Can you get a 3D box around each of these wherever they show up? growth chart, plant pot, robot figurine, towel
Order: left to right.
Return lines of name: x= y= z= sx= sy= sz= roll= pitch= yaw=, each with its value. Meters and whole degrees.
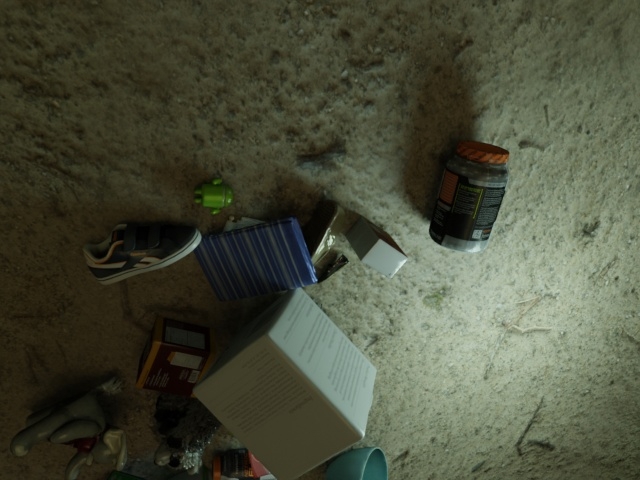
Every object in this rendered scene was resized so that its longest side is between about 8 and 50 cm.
robot figurine: x=-0.299 y=-0.127 z=1.345 sx=0.115 sy=0.067 sz=0.101 roll=1 pitch=104 yaw=-16
towel: x=-0.197 y=0.060 z=1.429 sx=0.336 sy=0.040 sz=0.243 roll=-12 pitch=119 yaw=14
growth chart: x=-0.198 y=0.006 z=1.468 sx=0.237 sy=0.021 sz=0.172 roll=8 pitch=115 yaw=-18
plant pot: x=0.134 y=0.989 z=1.939 sx=0.195 sy=0.290 sz=0.290 roll=-5 pitch=125 yaw=29

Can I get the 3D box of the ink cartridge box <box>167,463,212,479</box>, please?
ink cartridge box: x=-0.478 y=0.994 z=1.855 sx=0.154 sy=0.093 sz=0.212 roll=-26 pitch=121 yaw=-2

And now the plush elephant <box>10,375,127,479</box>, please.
plush elephant: x=-0.738 y=0.617 z=1.492 sx=0.330 sy=0.272 sz=0.255 roll=-26 pitch=96 yaw=-28

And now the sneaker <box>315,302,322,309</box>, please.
sneaker: x=-0.093 y=0.315 z=1.625 sx=0.124 sy=0.107 sz=0.283 roll=18 pitch=111 yaw=-1

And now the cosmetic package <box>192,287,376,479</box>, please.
cosmetic package: x=-0.089 y=0.421 z=1.430 sx=0.327 sy=0.329 sz=0.393 roll=-40 pitch=95 yaw=22

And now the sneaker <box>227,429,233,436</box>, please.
sneaker: x=-0.255 y=0.644 z=1.652 sx=0.144 sy=0.053 sz=0.059 roll=-8 pitch=144 yaw=-24

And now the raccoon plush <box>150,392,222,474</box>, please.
raccoon plush: x=-0.368 y=0.637 z=1.647 sx=0.446 sy=0.216 sz=0.299 roll=-17 pitch=133 yaw=-10

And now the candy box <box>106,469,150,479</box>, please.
candy box: x=-0.608 y=0.981 z=1.712 sx=0.317 sy=0.122 sz=0.268 roll=-2 pitch=125 yaw=26

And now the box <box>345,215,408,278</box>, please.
box: x=0.173 y=0.019 z=1.486 sx=0.130 sy=0.170 sz=0.091 roll=32 pitch=104 yaw=-27

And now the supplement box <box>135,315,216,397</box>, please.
supplement box: x=-0.461 y=0.375 z=1.522 sx=0.194 sy=0.129 sz=0.191 roll=19 pitch=110 yaw=-23

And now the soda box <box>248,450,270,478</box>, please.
soda box: x=-0.225 y=0.711 z=1.725 sx=0.092 sy=0.083 sz=0.263 roll=-12 pitch=94 yaw=-9

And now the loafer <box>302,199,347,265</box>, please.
loafer: x=0.000 y=0.000 z=1.470 sx=0.092 sy=0.102 sz=0.268 roll=13 pitch=120 yaw=-43

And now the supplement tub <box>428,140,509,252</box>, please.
supplement tub: x=0.462 y=-0.136 z=1.471 sx=0.194 sy=0.193 sz=0.316 roll=2 pitch=117 yaw=-16

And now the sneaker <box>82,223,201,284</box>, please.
sneaker: x=-0.504 y=0.015 z=1.329 sx=0.321 sy=0.126 sz=0.127 roll=-22 pitch=125 yaw=-1

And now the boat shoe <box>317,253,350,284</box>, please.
boat shoe: x=0.035 y=0.096 z=1.564 sx=0.133 sy=0.049 sz=0.042 roll=-39 pitch=92 yaw=14

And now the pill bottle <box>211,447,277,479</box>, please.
pill bottle: x=-0.290 y=0.865 z=1.817 sx=0.246 sy=0.130 sz=0.130 roll=2 pitch=116 yaw=-16
